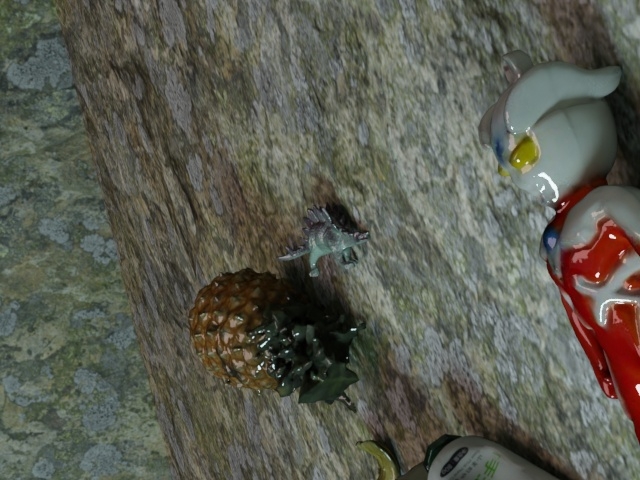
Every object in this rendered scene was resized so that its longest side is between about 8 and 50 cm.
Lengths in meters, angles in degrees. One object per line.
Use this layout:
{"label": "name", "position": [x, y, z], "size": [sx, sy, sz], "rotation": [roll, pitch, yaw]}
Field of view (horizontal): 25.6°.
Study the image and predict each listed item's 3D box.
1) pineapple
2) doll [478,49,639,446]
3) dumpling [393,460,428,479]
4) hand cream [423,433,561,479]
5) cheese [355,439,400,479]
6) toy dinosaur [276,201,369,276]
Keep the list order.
{"label": "pineapple", "position": [-0.040, 0.120, 1.711], "size": [0.340, 0.169, 0.169], "rotation": [5, 110, 64]}
{"label": "doll", "position": [0.215, 0.040, 0.972], "size": [0.384, 0.099, 0.188], "rotation": [68, 161, 8]}
{"label": "dumpling", "position": [0.081, 0.362, 1.432], "size": [0.204, 0.163, 0.293], "rotation": [104, 179, -54]}
{"label": "hand cream", "position": [0.180, 0.251, 1.236], "size": [0.076, 0.121, 0.336], "rotation": [48, 175, -23]}
{"label": "cheese", "position": [0.070, 0.278, 1.670], "size": [0.060, 0.041, 0.084], "rotation": [154, 115, -64]}
{"label": "toy dinosaur", "position": [0.002, 0.000, 1.627], "size": [0.209, 0.039, 0.082], "rotation": [-18, 85, 61]}
